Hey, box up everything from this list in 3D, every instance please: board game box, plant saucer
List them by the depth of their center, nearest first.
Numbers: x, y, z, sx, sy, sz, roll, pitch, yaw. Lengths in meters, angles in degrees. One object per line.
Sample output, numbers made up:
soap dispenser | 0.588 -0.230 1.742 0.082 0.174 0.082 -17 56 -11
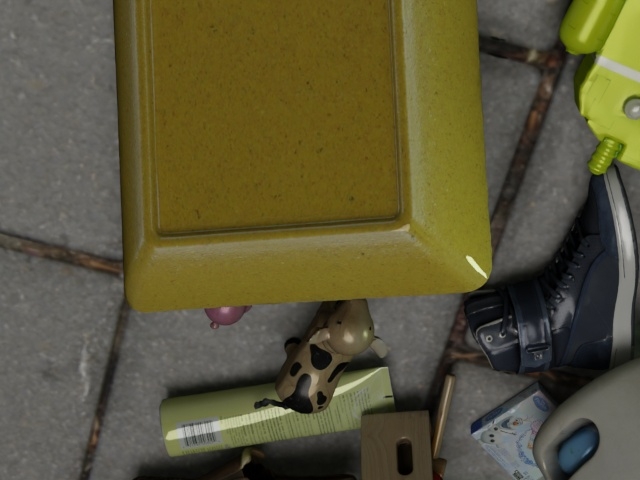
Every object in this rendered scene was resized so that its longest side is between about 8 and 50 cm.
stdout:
plant saucer | -0.032 -0.113 1.444 0.332 0.081 0.333 -4 85 15
board game box | 0.219 0.202 1.763 0.090 0.020 0.090 -36 112 21

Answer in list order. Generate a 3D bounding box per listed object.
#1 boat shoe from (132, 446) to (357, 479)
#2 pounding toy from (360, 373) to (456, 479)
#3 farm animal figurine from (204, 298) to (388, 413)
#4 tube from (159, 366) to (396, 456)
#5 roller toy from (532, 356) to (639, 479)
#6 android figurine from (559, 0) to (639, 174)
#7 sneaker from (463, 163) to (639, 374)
boat shoe | -0.078 0.260 1.776 0.257 0.095 0.095 6 96 13
pounding toy | 0.096 0.231 1.731 0.100 0.141 0.130 -5 139 6
farm animal figurine | 0.000 0.000 1.573 0.326 0.172 0.330 -25 115 16
tube | -0.043 0.176 1.746 0.240 0.070 0.062 -9 87 5
roller toy | 0.314 0.201 1.654 0.209 0.146 0.191 -31 155 3
android figurine | 0.333 -0.166 1.512 0.248 0.056 0.273 24 110 -10
sneaker | 0.219 0.035 1.630 0.163 0.086 0.226 -3 121 2
